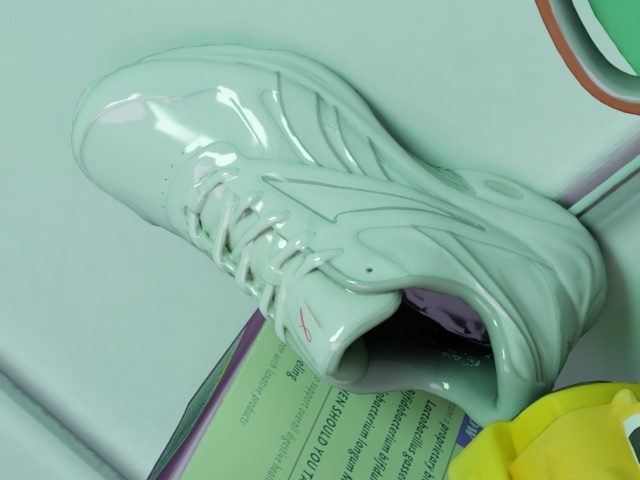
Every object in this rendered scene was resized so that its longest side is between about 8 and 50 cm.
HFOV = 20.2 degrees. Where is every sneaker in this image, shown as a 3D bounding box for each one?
[{"bbox_3d":[0.000,0.000,0.711,0.232,0.115,0.090,23,126,4],"label":"sneaker"}]

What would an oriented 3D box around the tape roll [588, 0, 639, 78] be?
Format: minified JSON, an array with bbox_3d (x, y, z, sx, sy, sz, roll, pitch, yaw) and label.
[{"bbox_3d":[0.231,-0.148,0.561,0.321,0.077,0.321,9,125,14],"label":"tape roll"}]

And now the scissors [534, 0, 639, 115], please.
[{"bbox_3d":[0.081,-0.171,0.537,0.109,0.021,0.297,-12,118,28],"label":"scissors"}]

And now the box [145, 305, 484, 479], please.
[{"bbox_3d":[0.033,0.162,0.744,0.243,0.213,0.117,33,126,-4],"label":"box"}]

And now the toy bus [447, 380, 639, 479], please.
[{"bbox_3d":[0.190,0.083,0.637,0.220,0.149,0.211,10,132,-32],"label":"toy bus"}]
